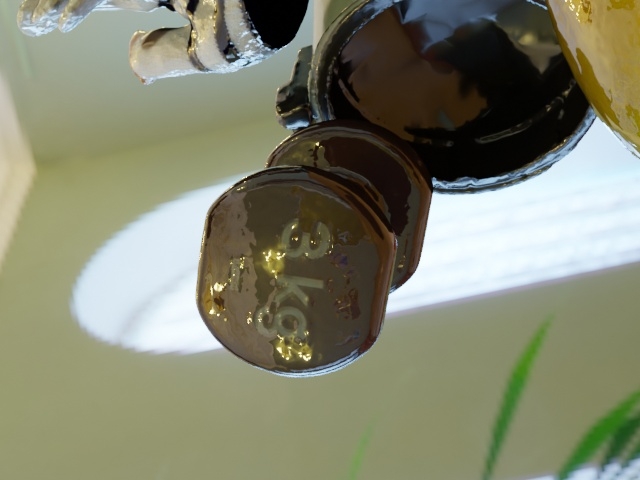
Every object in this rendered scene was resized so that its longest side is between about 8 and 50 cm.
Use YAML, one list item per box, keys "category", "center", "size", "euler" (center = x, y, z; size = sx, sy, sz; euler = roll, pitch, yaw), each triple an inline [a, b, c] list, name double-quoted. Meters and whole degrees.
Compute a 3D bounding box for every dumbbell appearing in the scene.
- category: "dumbbell"
  center: [0.000, 0.000, 1.347]
  size: [0.225, 0.124, 0.140]
  euler: [-53, -26, -72]

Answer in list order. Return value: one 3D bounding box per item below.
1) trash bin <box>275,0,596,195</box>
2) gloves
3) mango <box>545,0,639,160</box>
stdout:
- category: "trash bin"
  center: [0.101, -0.202, 1.512]
  size: [0.217, 0.277, 0.262]
  euler: [61, -160, -43]
- category: "gloves"
  center: [-0.120, -0.192, 1.472]
  size: [0.140, 0.219, 0.131]
  euler: [28, -101, -51]
- category: "mango"
  center: [0.214, -0.160, 1.079]
  size: [0.253, 0.182, 0.365]
  euler: [56, -165, -24]
